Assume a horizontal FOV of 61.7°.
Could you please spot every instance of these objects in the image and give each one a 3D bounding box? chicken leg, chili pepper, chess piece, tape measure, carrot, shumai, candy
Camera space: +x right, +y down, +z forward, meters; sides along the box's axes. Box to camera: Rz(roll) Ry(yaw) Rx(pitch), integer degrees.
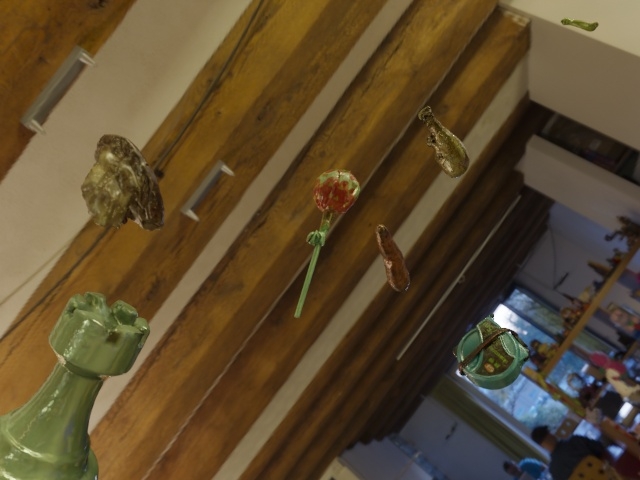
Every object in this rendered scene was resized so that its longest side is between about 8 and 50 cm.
[{"bbox_3d":[0.273,-0.222,1.213,0.070,0.093,0.178,-48,-65,-19],"label":"chicken leg"},{"bbox_3d":[0.488,-0.404,1.003,0.030,0.083,0.017,-3,-62,-33],"label":"chili pepper"},{"bbox_3d":[-0.367,0.229,0.768,0.299,0.194,0.194,-61,-26,4],"label":"chess piece"},{"bbox_3d":[0.351,0.237,1.103,0.146,0.125,0.081,-39,-44,-4],"label":"tape measure"},{"bbox_3d":[0.109,0.027,0.810,0.036,0.035,0.165,-45,-39,-18],"label":"carrot"},{"bbox_3d":[-0.282,-0.078,0.748,0.105,0.123,0.139,-8,-85,-30],"label":"shumai"},{"bbox_3d":[-0.001,0.000,0.946,0.084,0.078,0.288,-26,43,63],"label":"candy"}]
